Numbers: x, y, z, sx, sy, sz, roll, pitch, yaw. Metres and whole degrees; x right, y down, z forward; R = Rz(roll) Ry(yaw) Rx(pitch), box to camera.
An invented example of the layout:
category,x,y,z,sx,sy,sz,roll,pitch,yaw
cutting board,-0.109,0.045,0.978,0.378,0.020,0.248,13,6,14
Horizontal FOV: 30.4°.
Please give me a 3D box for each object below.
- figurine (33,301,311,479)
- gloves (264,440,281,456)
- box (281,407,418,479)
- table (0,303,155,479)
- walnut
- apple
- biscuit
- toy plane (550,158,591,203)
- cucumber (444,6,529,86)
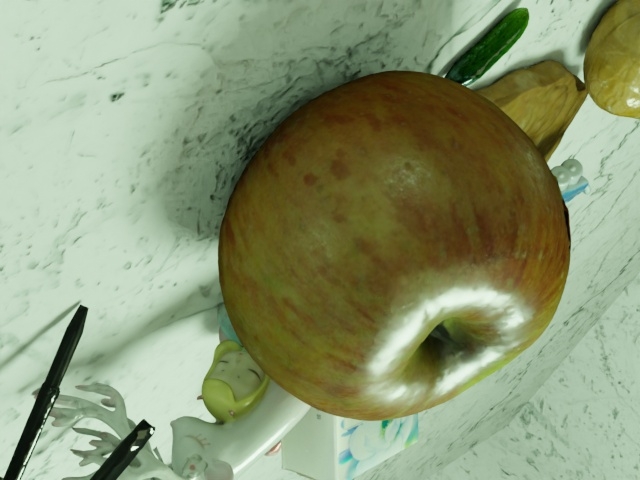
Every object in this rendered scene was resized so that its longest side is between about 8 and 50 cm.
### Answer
category,x,y,z,sx,sy,sz,roll,pitch,yaw
figurine,-0.167,0.220,1.465,0.206,0.284,0.316,97,20,-47
gloves,-0.063,0.245,1.805,0.126,0.145,0.241,-54,162,8
box,0.044,0.187,1.705,0.203,0.116,0.274,-16,110,-48
table,-0.300,0.214,1.146,0.249,0.317,0.317,-62,155,11
walnut,0.459,-0.263,1.665,0.165,0.165,0.197,-31,148,-26
apple,0.076,0.001,1.306,0.400,0.333,0.400,-18,144,-14
biscuit,0.241,-0.106,1.730,0.385,0.062,0.365,-21,151,-43
toy plane,0.296,-0.015,1.753,0.267,0.122,0.267,-36,158,-17
cucumber,0.200,-0.227,1.449,0.155,0.037,0.037,-43,160,4
